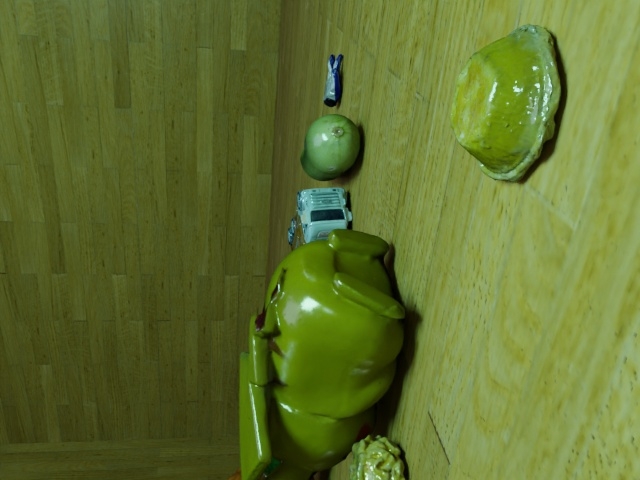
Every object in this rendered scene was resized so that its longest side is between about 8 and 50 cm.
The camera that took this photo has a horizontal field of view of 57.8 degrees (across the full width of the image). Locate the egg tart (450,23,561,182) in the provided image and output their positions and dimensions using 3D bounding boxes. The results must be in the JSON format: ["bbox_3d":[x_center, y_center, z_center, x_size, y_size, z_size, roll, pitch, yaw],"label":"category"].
[{"bbox_3d":[0.112,-0.088,0.370,0.105,0.039,0.105,-177,90,-80],"label":"egg tart"}]

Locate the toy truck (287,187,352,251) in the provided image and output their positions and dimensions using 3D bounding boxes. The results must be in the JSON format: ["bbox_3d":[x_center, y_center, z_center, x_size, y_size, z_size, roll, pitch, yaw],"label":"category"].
[{"bbox_3d":[-0.001,0.000,0.929,0.178,0.080,0.115,105,158,-60],"label":"toy truck"}]

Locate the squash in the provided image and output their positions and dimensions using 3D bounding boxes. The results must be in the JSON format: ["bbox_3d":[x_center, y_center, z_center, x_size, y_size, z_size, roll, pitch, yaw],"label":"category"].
[{"bbox_3d":[0.010,-0.136,0.897,0.250,0.083,0.083,176,95,-84],"label":"squash"}]

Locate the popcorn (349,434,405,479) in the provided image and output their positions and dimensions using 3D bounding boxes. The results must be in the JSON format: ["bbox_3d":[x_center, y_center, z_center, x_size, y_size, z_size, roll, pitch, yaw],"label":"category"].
[{"bbox_3d":[0.058,0.247,0.607,0.083,0.057,0.082,134,138,-80],"label":"popcorn"}]

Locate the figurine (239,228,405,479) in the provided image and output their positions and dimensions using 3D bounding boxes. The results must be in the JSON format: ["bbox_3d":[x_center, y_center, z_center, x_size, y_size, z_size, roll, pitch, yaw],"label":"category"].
[{"bbox_3d":[-0.009,0.156,0.650,0.218,0.169,0.327,-87,5,-62],"label":"figurine"}]

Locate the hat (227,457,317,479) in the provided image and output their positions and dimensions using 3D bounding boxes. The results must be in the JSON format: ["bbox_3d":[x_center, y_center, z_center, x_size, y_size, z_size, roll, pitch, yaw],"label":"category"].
[{"bbox_3d":[-0.091,0.491,1.005,0.285,0.285,0.400,-105,33,-60],"label":"hat"}]

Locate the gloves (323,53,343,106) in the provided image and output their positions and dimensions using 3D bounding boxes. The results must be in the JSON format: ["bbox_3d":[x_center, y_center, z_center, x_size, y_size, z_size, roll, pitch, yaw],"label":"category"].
[{"bbox_3d":[0.023,-0.273,0.981,0.064,0.026,0.086,137,138,-75],"label":"gloves"}]
